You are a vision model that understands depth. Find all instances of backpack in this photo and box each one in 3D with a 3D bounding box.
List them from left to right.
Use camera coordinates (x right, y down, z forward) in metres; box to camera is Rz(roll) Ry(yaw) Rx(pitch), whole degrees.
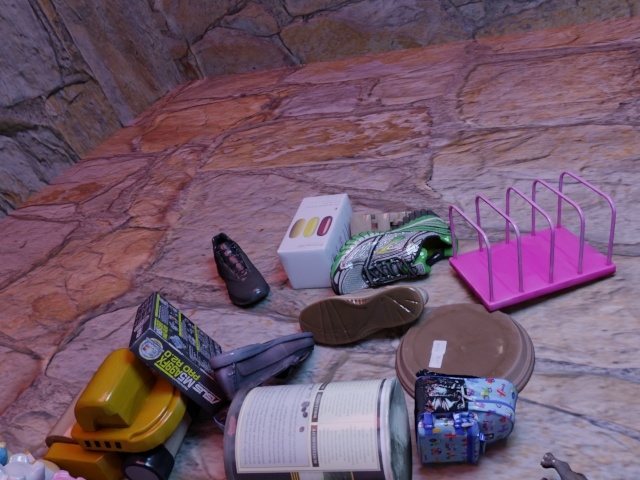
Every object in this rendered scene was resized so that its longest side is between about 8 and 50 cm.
[{"bbox_3d":[-0.147,0.352,1.114,0.105,0.084,0.114,14,40,43],"label":"backpack"},{"bbox_3d":[0.248,0.300,0.937,0.173,0.158,0.116,-2,45,6],"label":"backpack"}]

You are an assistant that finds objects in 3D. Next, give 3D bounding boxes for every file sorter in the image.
[{"bbox_3d":[0.449,-0.013,1.202,0.291,0.182,0.202,-16,30,-5],"label":"file sorter"}]

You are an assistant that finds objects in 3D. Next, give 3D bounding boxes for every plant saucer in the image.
[{"bbox_3d":[0.285,0.222,1.120,0.278,0.041,0.277,-14,35,10],"label":"plant saucer"}]

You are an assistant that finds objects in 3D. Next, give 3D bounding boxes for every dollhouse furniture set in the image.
[{"bbox_3d":[0.177,-0.012,1.515,0.144,0.123,0.151,-4,2,22],"label":"dollhouse furniture set"}]

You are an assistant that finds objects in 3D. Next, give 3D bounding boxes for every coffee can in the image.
[{"bbox_3d":[0.002,0.343,0.945,0.276,0.201,0.201,-8,35,17],"label":"coffee can"}]

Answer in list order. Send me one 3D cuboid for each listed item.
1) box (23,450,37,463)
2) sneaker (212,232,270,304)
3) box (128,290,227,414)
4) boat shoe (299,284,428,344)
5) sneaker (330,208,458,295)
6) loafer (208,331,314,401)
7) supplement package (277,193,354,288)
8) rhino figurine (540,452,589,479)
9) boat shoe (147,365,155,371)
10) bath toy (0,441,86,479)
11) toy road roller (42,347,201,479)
[{"bbox_3d":[-0.627,0.517,1.181,0.136,0.028,0.081,18,50,40],"label":"box"},{"bbox_3d":[-0.235,0.074,1.514,0.109,0.130,0.286,-30,36,-18],"label":"sneaker"},{"bbox_3d":[-0.298,0.229,1.182,0.060,0.216,0.270,-46,18,-3],"label":"box"},{"bbox_3d":[0.097,0.163,1.258,0.302,0.109,0.098,-18,-4,23],"label":"boat shoe"},{"bbox_3d":[0.178,0.039,1.347,0.344,0.134,0.146,-28,37,-12],"label":"sneaker"},{"bbox_3d":[-0.108,0.257,1.145,0.109,0.095,0.303,-24,-13,30],"label":"loafer"},{"bbox_3d":[0.000,0.000,1.491,0.139,0.133,0.244,-5,37,22],"label":"supplement package"},{"bbox_3d":[0.319,0.426,0.786,0.106,0.073,0.243,16,49,45],"label":"rhino figurine"},{"bbox_3d":[-0.410,0.290,1.354,0.075,0.065,0.206,-16,34,5],"label":"boat shoe"},{"bbox_3d":[-0.492,0.491,1.026,0.348,0.129,0.151,15,4,17],"label":"bath toy"},{"bbox_3d":[-0.425,0.343,1.129,0.330,0.240,0.202,-5,36,21],"label":"toy road roller"}]
